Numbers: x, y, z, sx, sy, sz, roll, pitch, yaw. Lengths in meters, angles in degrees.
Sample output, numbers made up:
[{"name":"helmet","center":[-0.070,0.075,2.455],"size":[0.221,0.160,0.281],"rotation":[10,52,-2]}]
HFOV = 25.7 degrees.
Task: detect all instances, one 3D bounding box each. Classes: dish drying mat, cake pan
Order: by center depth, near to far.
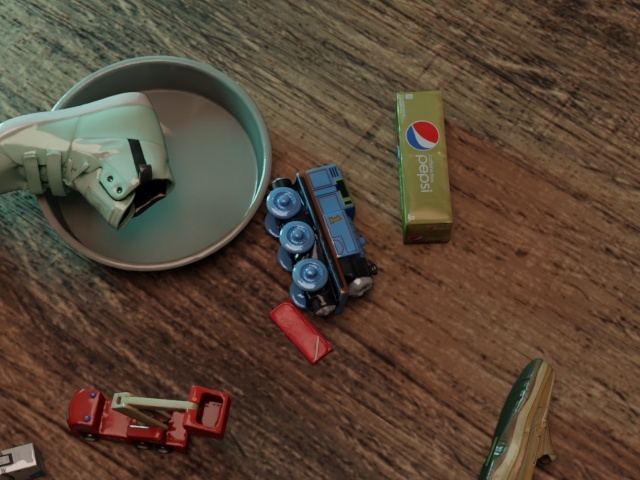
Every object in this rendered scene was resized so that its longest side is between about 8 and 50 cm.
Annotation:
[{"name":"dish drying mat","center":[-0.024,0.107,1.658],"size":[0.032,0.008,0.083],"rotation":[-38,71,-13]},{"name":"cake pan","center":[-0.204,-0.089,1.723],"size":[0.293,0.054,0.293],"rotation":[0,67,1]}]

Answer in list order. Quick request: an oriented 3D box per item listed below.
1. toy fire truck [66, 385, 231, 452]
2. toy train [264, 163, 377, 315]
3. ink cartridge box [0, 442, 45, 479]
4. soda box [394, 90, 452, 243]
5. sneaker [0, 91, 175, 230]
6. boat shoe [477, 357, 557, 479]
[{"name":"toy fire truck","center":[-0.194,0.194,1.555],"size":[0.192,0.135,0.047],"rotation":[9,67,5]},{"name":"toy train","center":[0.000,0.000,1.669],"size":[0.105,0.080,0.184],"rotation":[-16,67,-12]},{"name":"ink cartridge box","center":[-0.357,0.257,1.578],"size":[0.083,0.048,0.028],"rotation":[-14,67,-4]},{"name":"soda box","center":[0.125,-0.089,1.712],"size":[0.058,0.061,0.181],"rotation":[-3,66,-1]},{"name":"sneaker","center":[-0.297,-0.072,1.632],"size":[0.256,0.094,0.151],"rotation":[-20,61,-10]},{"name":"boat shoe","center":[0.233,0.229,1.577],"size":[0.072,0.068,0.190],"rotation":[24,78,-2]}]
